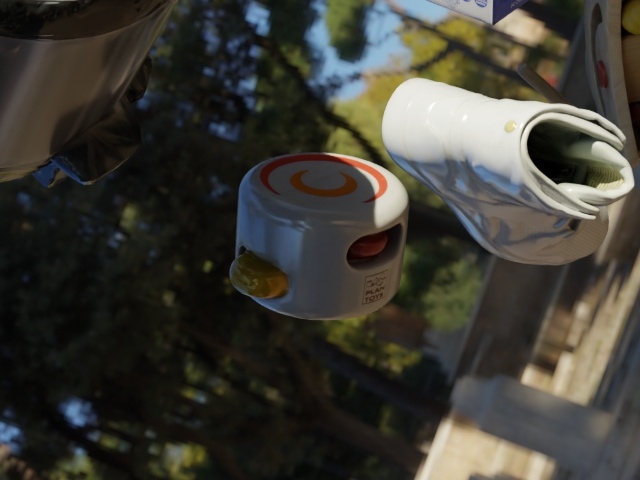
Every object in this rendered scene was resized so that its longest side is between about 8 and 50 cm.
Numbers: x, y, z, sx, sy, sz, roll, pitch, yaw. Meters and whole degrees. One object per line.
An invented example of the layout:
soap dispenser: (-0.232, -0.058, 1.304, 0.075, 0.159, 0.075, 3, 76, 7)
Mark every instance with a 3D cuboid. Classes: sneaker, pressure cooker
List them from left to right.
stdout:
pressure cooker: (-0.316, -0.252, 1.407, 0.420, 0.375, 0.370, 135, 134, -57)
sneaker: (0.198, -0.037, 1.263, 0.292, 0.169, 0.108, 27, -98, -45)

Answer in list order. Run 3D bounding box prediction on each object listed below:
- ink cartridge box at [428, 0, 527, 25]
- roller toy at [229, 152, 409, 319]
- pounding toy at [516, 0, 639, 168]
ink cartridge box: (0.145, -0.319, 1.763, 0.097, 0.207, 0.046, -38, -41, -34)
roller toy: (0.000, 0.000, 1.706, 0.209, 0.191, 0.146, -83, -2, -64)
pounding toy: (0.288, -0.154, 1.525, 0.269, 0.155, 0.154, 77, -179, -46)
